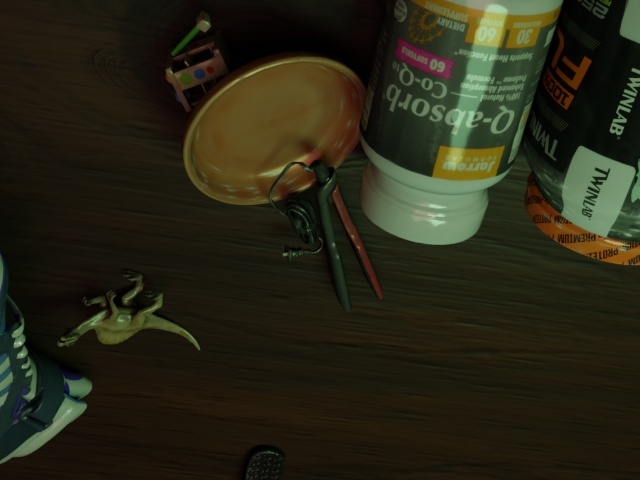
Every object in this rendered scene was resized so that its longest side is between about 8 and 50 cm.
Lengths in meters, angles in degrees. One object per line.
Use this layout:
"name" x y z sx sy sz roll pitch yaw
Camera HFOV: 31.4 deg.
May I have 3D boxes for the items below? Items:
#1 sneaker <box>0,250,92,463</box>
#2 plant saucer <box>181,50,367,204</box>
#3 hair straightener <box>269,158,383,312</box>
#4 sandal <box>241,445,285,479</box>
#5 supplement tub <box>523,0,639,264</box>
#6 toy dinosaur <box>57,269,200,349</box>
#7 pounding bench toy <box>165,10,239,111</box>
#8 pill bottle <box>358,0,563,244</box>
"sneaker" -0.353 0.128 1.289 0.236 0.130 0.323 2 127 -46
"plant saucer" -0.048 -0.118 1.154 0.200 0.037 0.200 -18 143 -14
"hair straightener" 0.000 0.000 1.238 0.089 0.047 0.230 -25 136 -2
"sandal" -0.089 0.345 1.511 0.067 0.040 0.179 13 109 -17
"supplement tub" 0.317 -0.158 1.076 0.207 0.207 0.338 8 123 -7
"toy dinosaur" -0.219 0.086 1.319 0.183 0.053 0.093 1 127 -34
"pounding bench toy" -0.126 -0.182 1.135 0.065 0.052 0.083 -18 123 10
"pill bottle" 0.126 -0.145 1.104 0.162 0.162 0.278 7 123 -7
